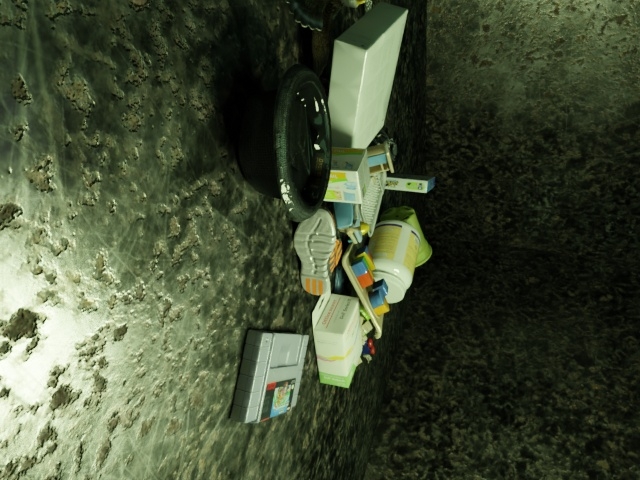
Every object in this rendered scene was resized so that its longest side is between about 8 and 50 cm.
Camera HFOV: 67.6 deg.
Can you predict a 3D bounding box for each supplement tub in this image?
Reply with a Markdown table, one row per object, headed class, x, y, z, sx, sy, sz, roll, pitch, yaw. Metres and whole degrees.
| class | x | y | z | sx | sy | sz | roll | pitch | yaw |
| --- | --- | --- | --- | --- | --- | --- | --- | --- | --- |
| supplement tub | 0.320 | 0.096 | 2.213 | 0.241 | 0.241 | 0.331 | 74 | 31 | -50 |

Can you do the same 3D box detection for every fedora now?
| class | x | y | z | sx | sy | sz | roll | pitch | yaw |
| --- | --- | --- | --- | --- | --- | --- | --- | --- | --- |
| fedora | -0.087 | -0.210 | 1.057 | 0.334 | 0.152 | 0.334 | 4 | 90 | -70 |

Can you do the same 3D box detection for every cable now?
| class | x | y | z | sx | sy | sz | roll | pitch | yaw |
| --- | --- | --- | --- | --- | --- | --- | --- | --- | --- |
| cable | 0.262 | -0.400 | 2.028 | 0.047 | 0.150 | 0.184 | -46 | 157 | -7 |

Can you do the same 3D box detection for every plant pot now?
| class | x | y | z | sx | sy | sz | roll | pitch | yaw |
| --- | --- | --- | --- | --- | --- | --- | --- | --- | --- |
| plant pot | 0.419 | -0.029 | 2.474 | 0.276 | 0.276 | 0.254 | -59 | 139 | -49 |

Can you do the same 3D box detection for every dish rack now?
| class | x | y | z | sx | sy | sz | roll | pitch | yaw |
| --- | --- | --- | --- | --- | --- | --- | --- | --- | --- |
| dish rack | 0.199 | -0.210 | 2.008 | 0.285 | 0.072 | 0.333 | 63 | 39 | -60 |

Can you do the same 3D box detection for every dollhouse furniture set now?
| class | x | y | z | sx | sy | sz | roll | pitch | yaw |
| --- | --- | --- | --- | --- | --- | --- | --- | --- | --- |
| dollhouse furniture set | 0.166 | -0.124 | 1.616 | 0.286 | 0.198 | 0.303 | 52 | 29 | -64 |

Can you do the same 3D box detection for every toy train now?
| class | x | y | z | sx | sy | sz | roll | pitch | yaw |
| --- | --- | --- | --- | --- | --- | --- | --- | --- | --- |
| toy train | 0.205 | 0.472 | 2.268 | 0.248 | 0.105 | 0.143 | 69 | 21 | -55 |

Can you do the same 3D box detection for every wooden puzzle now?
| class | x | y | z | sx | sy | sz | roll | pitch | yaw |
| --- | --- | --- | --- | --- | --- | --- | --- | --- | --- |
| wooden puzzle | 0.193 | 0.161 | 1.860 | 0.322 | 0.080 | 0.348 | -54 | 122 | -73 |

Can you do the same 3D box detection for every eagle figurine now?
| class | x | y | z | sx | sy | sz | roll | pitch | yaw |
| --- | --- | --- | --- | --- | --- | --- | --- | --- | --- |
| eagle figurine | 0.019 | -0.610 | 1.231 | 0.226 | 0.225 | 0.298 | 43 | 83 | -19 |

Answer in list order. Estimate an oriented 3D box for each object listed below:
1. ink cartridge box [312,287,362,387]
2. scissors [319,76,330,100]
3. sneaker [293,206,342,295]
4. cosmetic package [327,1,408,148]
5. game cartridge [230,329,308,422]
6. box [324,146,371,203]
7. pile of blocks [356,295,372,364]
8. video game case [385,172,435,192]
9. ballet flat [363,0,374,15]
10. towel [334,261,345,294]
| class | x | y | z | sx | sy | sz | roll | pitch | yaw |
| --- | --- | --- | --- | --- | --- | --- | --- | --- | --- |
| ink cartridge box | 0.068 | 0.344 | 1.768 | 0.207 | 0.119 | 0.353 | -60 | 150 | -49 |
| scissors | 0.086 | -0.443 | 1.505 | 0.297 | 0.021 | 0.109 | -8 | 76 | -53 |
| sneaker | 0.000 | 0.000 | 1.477 | 0.180 | 0.124 | 0.321 | -66 | 166 | -49 |
| cosmetic package | 0.119 | -0.424 | 1.344 | 0.284 | 0.097 | 0.377 | -52 | 160 | -38 |
| game cartridge | -0.125 | 0.369 | 1.324 | 0.355 | 0.068 | 0.230 | 33 | 62 | -69 |
| box | 0.023 | -0.182 | 1.308 | 0.114 | 0.203 | 0.103 | 76 | 28 | -43 |
| pile of blocks | 0.134 | 0.372 | 2.038 | 0.112 | 0.149 | 0.362 | -10 | -125 | 65 |
| video game case | 0.422 | -0.287 | 2.354 | 0.269 | 0.244 | 0.061 | -29 | 125 | -67 |
| ballet flat | 0.188 | -0.833 | 1.765 | 0.173 | 0.049 | 0.057 | 77 | 29 | -46 |
| towel | 0.078 | 0.146 | 1.859 | 0.067 | 0.029 | 0.119 | -30 | 125 | -67 |
